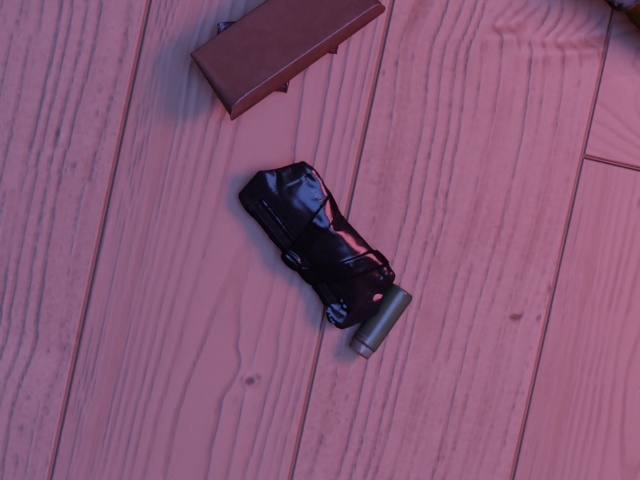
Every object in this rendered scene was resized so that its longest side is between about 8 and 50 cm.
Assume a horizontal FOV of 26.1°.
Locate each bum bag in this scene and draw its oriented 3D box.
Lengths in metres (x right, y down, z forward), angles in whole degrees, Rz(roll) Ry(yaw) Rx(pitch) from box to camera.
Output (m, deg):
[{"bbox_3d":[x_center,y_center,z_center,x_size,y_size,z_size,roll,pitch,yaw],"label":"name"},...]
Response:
[{"bbox_3d":[0.000,0.000,1.443,0.087,0.049,0.197,-36,102,13],"label":"bum bag"}]

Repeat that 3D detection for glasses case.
[{"bbox_3d":[-0.041,-0.211,1.413,0.193,0.070,0.102,-36,74,-7],"label":"glasses case"}]

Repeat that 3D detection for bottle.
[{"bbox_3d":[0.064,0.086,1.472,0.030,0.030,0.083,35,87,-14],"label":"bottle"}]

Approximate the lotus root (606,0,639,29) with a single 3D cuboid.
[{"bbox_3d":[0.432,-0.261,1.485,0.322,0.140,0.158,9,117,-8],"label":"lotus root"}]
